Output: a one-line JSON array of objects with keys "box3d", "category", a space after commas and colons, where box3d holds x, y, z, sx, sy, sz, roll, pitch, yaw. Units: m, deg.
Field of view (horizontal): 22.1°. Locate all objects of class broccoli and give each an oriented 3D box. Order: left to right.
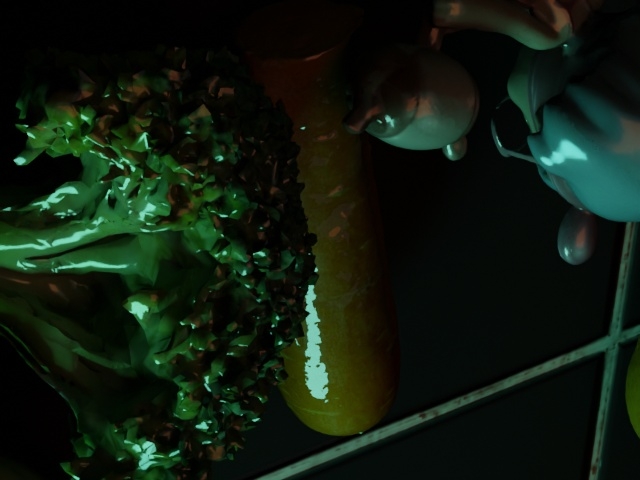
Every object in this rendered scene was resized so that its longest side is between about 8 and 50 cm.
[{"box3d": [-0.098, 0.005, 0.633, 0.194, 0.194, 0.220, -16, 149, -31], "category": "broccoli"}]

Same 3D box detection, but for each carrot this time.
[{"box3d": [0.000, 0.000, 0.757, 0.067, 0.067, 0.225, -24, 127, -25], "category": "carrot"}]

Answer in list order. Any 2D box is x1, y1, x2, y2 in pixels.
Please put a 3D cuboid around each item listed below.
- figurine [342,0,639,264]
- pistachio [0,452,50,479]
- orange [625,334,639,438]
[{"box3d": [0.093, -0.102, 0.700, 0.205, 0.102, 0.260, -51, 127, -33], "category": "figurine"}, {"box3d": [-0.153, 0.155, 0.690, 0.129, 0.131, 0.206, -16, 142, 25], "category": "pistachio"}, {"box3d": [0.258, 0.084, 0.968, 0.159, 0.159, 0.136, -50, 176, -2], "category": "orange"}]
